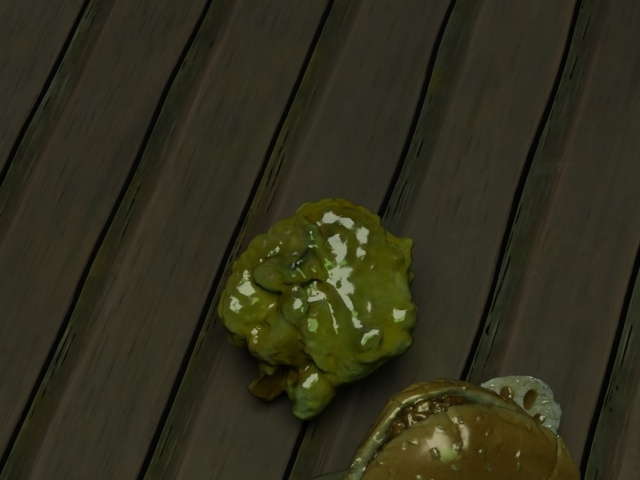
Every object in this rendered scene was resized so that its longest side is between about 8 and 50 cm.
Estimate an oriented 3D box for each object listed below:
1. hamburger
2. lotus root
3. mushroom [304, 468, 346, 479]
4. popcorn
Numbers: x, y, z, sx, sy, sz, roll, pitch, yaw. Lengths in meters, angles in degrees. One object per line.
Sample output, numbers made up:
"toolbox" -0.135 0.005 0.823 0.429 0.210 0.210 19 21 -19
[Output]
"hamburger" 0.137 0.298 1.735 0.259 0.283 0.144 14 22 -28
"lotus root" 0.218 0.219 1.882 0.122 0.081 0.112 -8 58 1
"mushroom" 0.023 0.305 1.830 0.247 0.108 0.096 -20 54 -8
"popcorn" -0.001 0.081 1.936 0.233 0.192 0.266 20 87 -2
